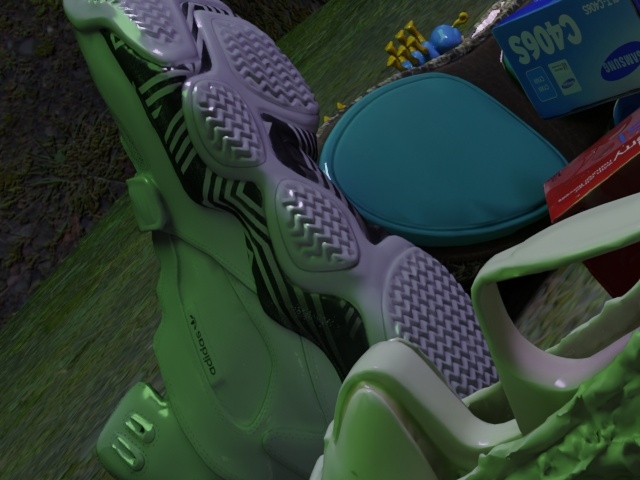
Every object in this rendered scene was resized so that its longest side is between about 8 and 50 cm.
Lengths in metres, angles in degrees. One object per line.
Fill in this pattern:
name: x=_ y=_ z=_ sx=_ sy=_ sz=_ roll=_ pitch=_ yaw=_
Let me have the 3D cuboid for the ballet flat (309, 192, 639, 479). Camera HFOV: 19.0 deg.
ballet flat: x=0.094 y=0.074 z=0.864 sx=0.409 sy=0.147 sz=0.147 roll=-36 pitch=11 yaw=30

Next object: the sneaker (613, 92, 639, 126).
sneaker: x=0.216 y=-0.070 z=1.217 sx=0.084 sy=0.058 sz=0.152 roll=-36 pitch=14 yaw=-24

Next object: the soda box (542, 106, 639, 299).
soda box: x=0.248 y=-0.070 z=1.033 sx=0.263 sy=0.083 sz=0.092 roll=-39 pitch=10 yaw=12

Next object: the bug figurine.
bug figurine: x=0.075 y=-0.122 z=1.902 sx=0.216 sy=0.072 sz=0.279 roll=-44 pitch=14 yaw=17

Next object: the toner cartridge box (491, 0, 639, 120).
toner cartridge box: x=0.293 y=-0.201 z=1.242 sx=0.348 sy=0.075 sz=0.165 roll=-32 pitch=6 yaw=-21

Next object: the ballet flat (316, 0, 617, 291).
ballet flat: x=0.121 y=-0.065 z=1.368 sx=0.483 sy=0.164 sz=0.182 roll=-43 pitch=-13 yaw=-44

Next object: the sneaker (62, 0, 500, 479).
sneaker: x=-0.070 y=0.020 z=1.119 sx=0.210 sy=0.366 sz=0.137 roll=-45 pitch=-14 yaw=26
